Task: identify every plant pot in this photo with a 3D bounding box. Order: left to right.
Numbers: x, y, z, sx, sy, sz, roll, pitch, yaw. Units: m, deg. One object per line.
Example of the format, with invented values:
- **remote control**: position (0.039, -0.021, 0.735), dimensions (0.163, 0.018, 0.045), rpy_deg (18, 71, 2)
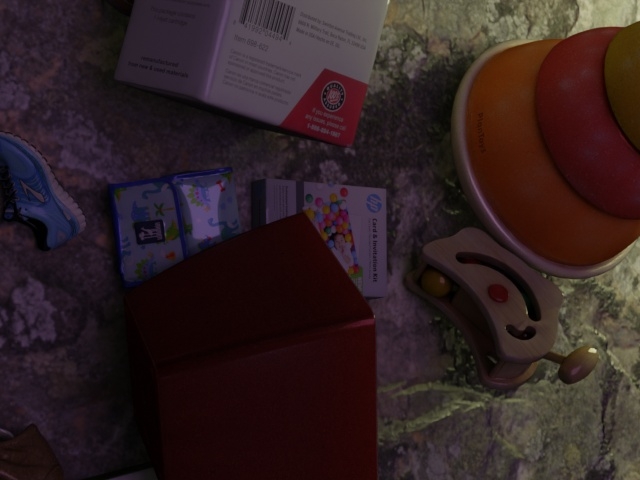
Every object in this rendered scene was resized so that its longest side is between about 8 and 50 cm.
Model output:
- **plant pot**: position (-0.088, 0.156, 1.866), dimensions (0.235, 0.267, 0.267), rpy_deg (-10, 119, -14)

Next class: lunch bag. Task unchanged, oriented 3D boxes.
- **lunch bag**: position (-0.174, -0.016, 1.958), dimensions (0.151, 0.096, 0.129), rpy_deg (-9, 92, -19)

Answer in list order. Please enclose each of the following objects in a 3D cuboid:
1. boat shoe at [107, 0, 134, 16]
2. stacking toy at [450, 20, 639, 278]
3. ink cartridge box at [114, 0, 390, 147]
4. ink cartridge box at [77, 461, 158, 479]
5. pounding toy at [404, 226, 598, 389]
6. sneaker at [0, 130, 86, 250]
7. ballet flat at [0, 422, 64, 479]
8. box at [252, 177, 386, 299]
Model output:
- **boat shoe**: position (-0.191, -0.427, 1.975), dimensions (0.123, 0.116, 0.324), rpy_deg (17, 75, -31)
- **stacking toy**: position (0.432, -0.169, 2.122), dimensions (0.350, 0.480, 0.351), rpy_deg (13, 67, -32)
- **ink cartridge box**: position (-0.052, -0.331, 1.938), dimensions (0.279, 0.160, 0.385), rpy_deg (14, 91, -49)
- **ink cartridge box**: position (-0.192, 0.315, 1.918), dimensions (0.209, 0.062, 0.109), rpy_deg (-11, 91, -34)
- **pounding toy**: position (0.225, 0.124, 2.170), dimensions (0.269, 0.155, 0.154), rpy_deg (37, 49, 10)
- **sneaker**: position (-0.338, -0.056, 1.867), dimensions (0.073, 0.063, 0.162), rpy_deg (-45, 109, -25)
- **ballet flat**: position (-0.436, 0.245, 1.749), dimensions (0.342, 0.116, 0.124), rpy_deg (-2, 65, -34)
- **box**: position (0.000, 0.000, 2.098), dimensions (0.186, 0.038, 0.145), rpy_deg (5, 82, -34)
